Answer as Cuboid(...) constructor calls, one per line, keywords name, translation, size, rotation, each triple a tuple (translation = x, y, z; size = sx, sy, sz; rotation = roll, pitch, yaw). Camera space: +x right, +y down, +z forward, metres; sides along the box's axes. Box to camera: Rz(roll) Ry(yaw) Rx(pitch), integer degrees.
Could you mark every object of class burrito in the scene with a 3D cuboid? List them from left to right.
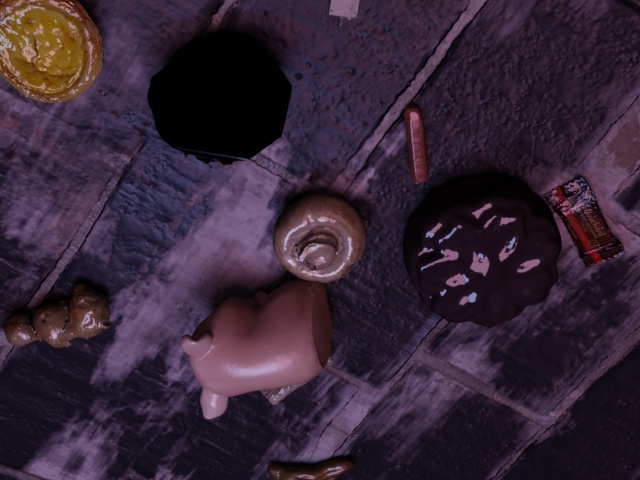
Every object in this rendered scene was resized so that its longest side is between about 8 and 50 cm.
Cuboid(name="burrito", translation=(-0.045, 0.258, 2.011), size=(0.171, 0.042, 0.051), rotation=(-37, 85, 14))

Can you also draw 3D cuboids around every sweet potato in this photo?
Cuboid(name="sweet potato", translation=(-0.017, 0.484, 2.144), size=(0.182, 0.054, 0.053), rotation=(-7, 130, 0))

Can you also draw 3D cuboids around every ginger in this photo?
Cuboid(name="ginger", translation=(-0.487, 0.149, 1.917), size=(0.204, 0.080, 0.104), rotation=(-19, 87, 9))

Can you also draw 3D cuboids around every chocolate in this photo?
Cuboid(name="chocolate", translation=(-0.158, -0.209, 1.697), size=(0.224, 0.206, 0.177), rotation=(10, 165, 4))
Cuboid(name="chocolate", translation=(0.476, -0.030, 1.861), size=(0.086, 0.028, 0.182), rotation=(-27, 117, 23))

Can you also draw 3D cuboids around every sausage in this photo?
Cuboid(name="sausage", translation=(0.164, -0.162, 1.771), size=(0.035, 0.030, 0.147), rotation=(-8, 121, 5))

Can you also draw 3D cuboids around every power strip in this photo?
Cuboid(name="power strip", translation=(0.042, -0.403, 1.631), size=(0.051, 0.019, 0.136), rotation=(5, 121, -6))

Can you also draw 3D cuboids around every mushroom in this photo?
Cuboid(name="mushroom", translation=(0.000, 0.000, 1.811), size=(0.166, 0.127, 0.166), rotation=(-2, 128, -3))

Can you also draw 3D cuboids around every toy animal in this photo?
Cuboid(name="toy animal", translation=(-0.108, 0.172, 1.860), size=(0.256, 0.213, 0.195), rotation=(-11, 124, 5))

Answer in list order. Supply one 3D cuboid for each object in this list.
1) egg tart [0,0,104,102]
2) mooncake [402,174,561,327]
Cuboid(name="egg tart", translation=(-0.433, -0.315, 1.641), size=(0.191, 0.074, 0.191), rotation=(0, 120, 0))
Cuboid(name="mooncake", translation=(0.288, 0.027, 1.827), size=(0.283, 0.141, 0.283), rotation=(-2, 123, -2))
